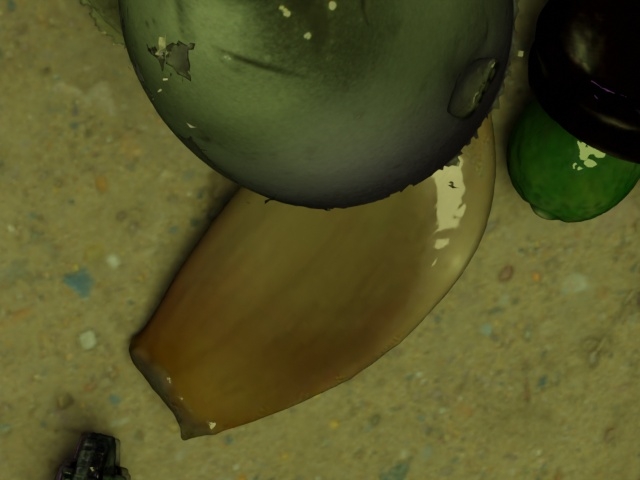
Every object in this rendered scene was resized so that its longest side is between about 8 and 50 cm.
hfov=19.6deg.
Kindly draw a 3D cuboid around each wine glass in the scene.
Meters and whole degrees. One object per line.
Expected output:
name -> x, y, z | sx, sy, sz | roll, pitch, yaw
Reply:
wine glass -> -0.030, -0.145, 0.999 | 0.190, 0.357, 0.191 | -5, 110, -13

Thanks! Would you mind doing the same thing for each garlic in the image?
garlic -> 0.008, 0.005, 1.187 | 0.143, 0.112, 0.318 | 42, 98, 0

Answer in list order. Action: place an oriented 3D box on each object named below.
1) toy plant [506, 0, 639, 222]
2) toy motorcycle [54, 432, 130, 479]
toy plant -> 0.231, -0.099, 1.204 | 0.218, 0.175, 0.235 | -7, 136, -8
toy motorcycle -> -0.156, 0.229, 1.211 | 0.082, 0.122, 0.213 | 9, 91, -7
